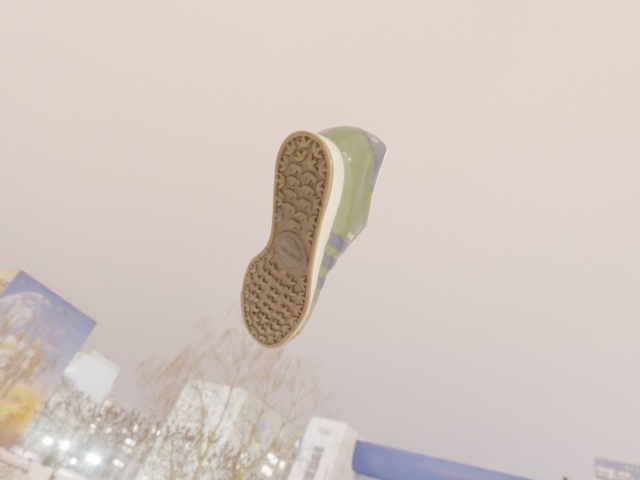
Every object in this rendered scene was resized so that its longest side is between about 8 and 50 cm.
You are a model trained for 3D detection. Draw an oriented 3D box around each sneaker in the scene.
[{"bbox_3d":[0.000,0.000,0.387,0.064,0.086,0.192,38,-50,25],"label":"sneaker"}]
